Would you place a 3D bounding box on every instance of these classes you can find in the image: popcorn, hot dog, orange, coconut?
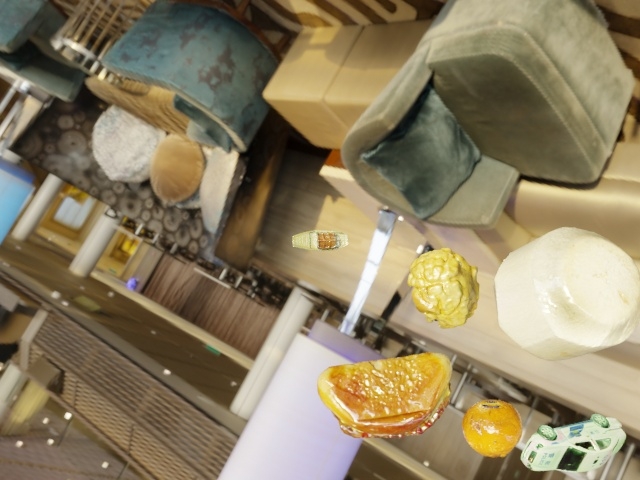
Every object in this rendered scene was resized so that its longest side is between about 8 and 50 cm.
[{"bbox_3d":[0.361,0.133,1.660,0.190,0.250,0.250,3,158,32],"label":"popcorn"},{"bbox_3d":[0.199,0.466,1.661,0.405,0.223,0.185,-9,153,1],"label":"hot dog"},{"bbox_3d":[0.390,0.429,1.288,0.135,0.118,0.135,2,-175,0],"label":"orange"},{"bbox_3d":[0.453,0.109,1.074,0.237,0.237,0.266,29,160,-4],"label":"coconut"}]

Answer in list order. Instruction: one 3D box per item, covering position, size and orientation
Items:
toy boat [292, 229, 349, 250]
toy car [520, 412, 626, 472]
[{"bbox_3d":[0.000,0.000,1.685,0.172,0.065,0.066,-1,-179,-11],"label":"toy boat"},{"bbox_3d":[0.507,0.412,1.123,0.224,0.090,0.076,-4,-147,-21],"label":"toy car"}]
